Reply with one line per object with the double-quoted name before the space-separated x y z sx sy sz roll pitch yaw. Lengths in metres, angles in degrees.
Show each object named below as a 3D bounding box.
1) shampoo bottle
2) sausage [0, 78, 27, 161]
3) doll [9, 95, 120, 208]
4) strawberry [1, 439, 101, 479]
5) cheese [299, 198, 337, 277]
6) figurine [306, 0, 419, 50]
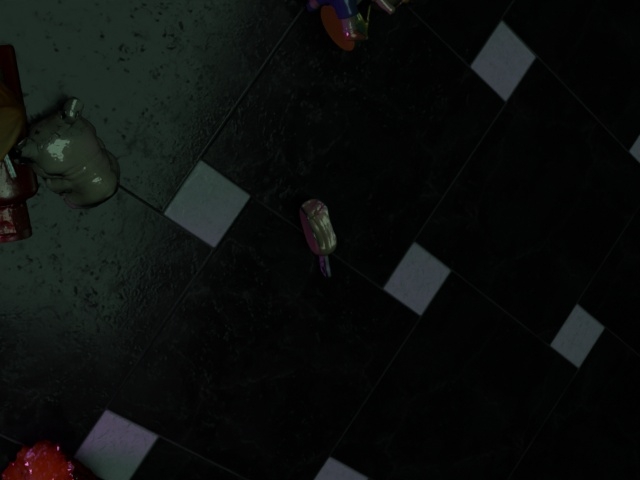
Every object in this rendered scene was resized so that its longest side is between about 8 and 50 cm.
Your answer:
"shampoo bottle" -0.526 -0.154 1.230 0.118 0.076 0.314 -11 106 -25
"sausage" -0.587 -0.215 1.057 0.233 0.233 0.287 -41 91 -11
"doll" -0.407 -0.133 1.254 0.149 0.095 0.192 -50 135 -16
"strawberry" -0.448 0.471 1.356 0.178 0.234 0.234 26 90 -53
"cheese" 0.002 0.002 1.493 0.048 0.092 0.171 -20 109 -11
"figurine" 0.113 -0.476 1.412 0.275 0.161 0.158 -35 154 -11
